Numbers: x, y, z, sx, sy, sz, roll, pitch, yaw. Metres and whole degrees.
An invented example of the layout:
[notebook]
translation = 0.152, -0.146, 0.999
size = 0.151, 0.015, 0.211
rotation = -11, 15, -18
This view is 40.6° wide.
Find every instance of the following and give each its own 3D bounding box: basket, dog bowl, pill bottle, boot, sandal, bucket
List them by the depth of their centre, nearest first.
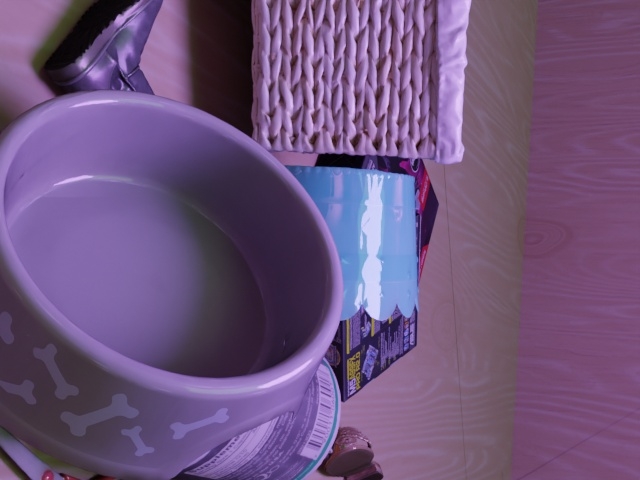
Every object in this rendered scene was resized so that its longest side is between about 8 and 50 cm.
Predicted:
[dog bowl]
translation = -0.134, 0.017, 0.717
size = 0.102, 0.348, 0.349
rotation = -52, -179, 39
[pill bottle]
translation = -0.133, 0.156, 0.932
size = 0.361, 0.204, 0.204
rotation = 41, 55, -58
[boot]
translation = -0.191, -0.155, 0.945
size = 0.190, 0.076, 0.208
rotation = -56, 135, -27
[bucket]
translation = 0.000, 0.000, 1.141
size = 0.281, 0.281, 0.183
rotation = 2, 91, -65
[basket]
translation = 0.062, -0.279, 1.152
size = 0.328, 0.266, 0.332
rotation = -58, 150, -78
[sandal]
translation = 0.051, 0.369, 1.520
size = 0.240, 0.088, 0.079
rotation = 60, 7, -59

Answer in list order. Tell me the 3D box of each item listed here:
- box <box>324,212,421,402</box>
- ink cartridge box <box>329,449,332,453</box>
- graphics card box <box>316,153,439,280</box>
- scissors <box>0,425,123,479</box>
[box]
translation = 0.082, 0.103, 1.448
size = 0.216, 0.060, 0.270
rotation = -30, 128, -42
[ink cartridge box]
translation = -0.043, 0.228, 1.248
size = 0.060, 0.104, 0.180
rotation = -67, 148, -40
[graphics card box]
translation = 0.115, -0.089, 1.582
size = 0.371, 0.094, 0.233
rotation = 60, 40, -46
[scissors]
translation = -0.268, 0.254, 0.862
size = 0.297, 0.021, 0.109
rotation = 54, 46, -54
